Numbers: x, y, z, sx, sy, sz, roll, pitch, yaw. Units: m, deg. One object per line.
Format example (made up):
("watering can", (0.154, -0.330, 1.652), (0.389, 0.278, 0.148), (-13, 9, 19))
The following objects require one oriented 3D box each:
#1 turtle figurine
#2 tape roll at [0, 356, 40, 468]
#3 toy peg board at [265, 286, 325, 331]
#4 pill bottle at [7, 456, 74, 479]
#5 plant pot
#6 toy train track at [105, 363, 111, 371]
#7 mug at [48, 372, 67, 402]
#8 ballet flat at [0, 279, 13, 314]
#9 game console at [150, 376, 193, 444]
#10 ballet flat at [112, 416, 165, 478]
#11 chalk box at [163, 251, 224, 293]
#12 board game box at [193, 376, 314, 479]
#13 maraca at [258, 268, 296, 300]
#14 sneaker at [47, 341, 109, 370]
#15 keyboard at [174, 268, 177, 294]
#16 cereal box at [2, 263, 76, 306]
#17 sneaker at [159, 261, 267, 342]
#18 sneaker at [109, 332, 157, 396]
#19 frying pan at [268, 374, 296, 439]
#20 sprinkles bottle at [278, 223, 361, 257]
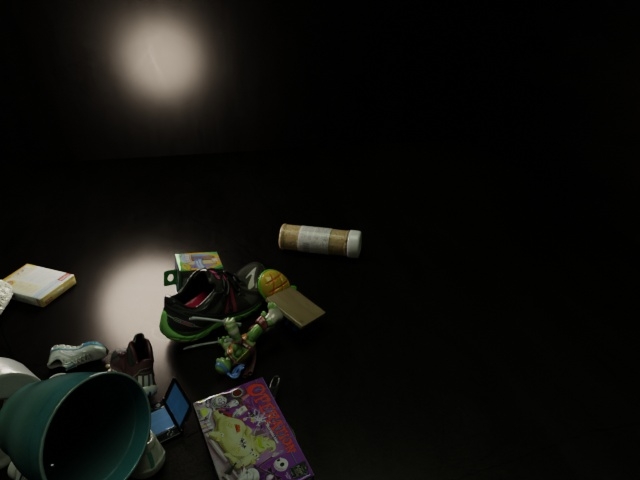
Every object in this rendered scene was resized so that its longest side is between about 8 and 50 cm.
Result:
("turtle figurine", (-0.274, 0.285, 1.598), (0.275, 0.197, 0.266), (26, 43, 33))
("tape roll", (-0.838, 0.441, 1.231), (0.100, 0.286, 0.286), (20, 35, 30))
("toy peg board", (-0.096, 0.255, 1.715), (0.161, 0.079, 0.161), (34, 24, 19))
("pill bottle", (-0.665, 0.571, 1.192), (0.169, 0.094, 0.094), (14, 32, 22))
("plant pot", (-0.582, 0.427, 1.128), (0.255, 0.271, 0.271), (-2, 25, 29))
("toy train track", (-0.638, 0.408, 1.564), (0.083, 0.014, 0.048), (11, 24, 7))
("mug", (-0.765, 0.440, 1.451), (0.062, 0.064, 0.078), (-3, 30, -8))
("ballet flat", (-1.182, 0.242, 1.684), (0.147, 0.147, 0.409), (-2, 36, -4))
("game console", (-0.433, 0.474, 1.377), (0.124, 0.085, 0.144), (-18, 34, -30))
("ballet flat", (-0.551, 0.461, 1.319), (0.400, 0.139, 0.139), (29, 40, 32))
("chalk box", (-0.493, 0.134, 1.901), (0.213, 0.132, 0.132), (-1, 29, -23))
("board game box", (-0.181, 0.513, 1.266), (0.208, 0.056, 0.347), (-12, 32, -25))
("maraca", (-0.155, 0.183, 1.826), (0.099, 0.186, 0.127), (-15, 45, 47))
("sneaker", (-0.771, 0.376, 1.573), (0.191, 0.071, 0.083), (-8, 36, 2))
("keyboard", (-0.545, 0.175, 1.980), (0.072, 0.014, 0.256), (-12, 31, -11))
("cereal box", (-1.113, 0.173, 1.932), (0.240, 0.047, 0.173), (11, 32, 16))
("sneaker", (-0.352, 0.184, 1.765), (0.185, 0.202, 0.483), (21, 32, 29))
("sneaker", (-0.558, 0.340, 1.493), (0.106, 0.162, 0.281), (-5, 16, -39))
("frying pan", (-0.178, 0.512, 1.350), (0.197, 0.053, 0.326), (-7, 29, -13))
("sprinkles bottle", (0.000, 0.000, 2.185), (0.355, 0.121, 0.121), (6, 30, 10))
